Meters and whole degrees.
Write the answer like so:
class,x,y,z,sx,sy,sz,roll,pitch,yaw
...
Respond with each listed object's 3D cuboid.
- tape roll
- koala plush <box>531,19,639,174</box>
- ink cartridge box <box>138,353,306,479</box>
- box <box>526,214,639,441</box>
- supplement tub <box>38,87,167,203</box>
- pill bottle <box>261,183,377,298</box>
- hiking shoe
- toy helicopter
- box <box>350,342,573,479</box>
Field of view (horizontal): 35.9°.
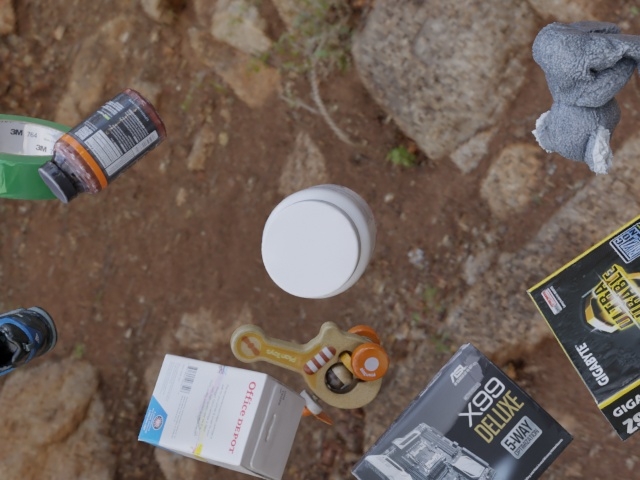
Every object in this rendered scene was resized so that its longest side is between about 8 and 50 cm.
class,x,y,z,sx,sy,sz,roll,pitch,yaw
tape roll,-0.610,-0.172,1.979,0.321,0.321,0.077,-132,49,-59
koala plush,0.423,-0.227,1.585,0.196,0.203,0.221,40,130,53
ink cartridge box,-0.180,0.332,1.844,0.232,0.168,0.171,8,71,30
box,0.445,0.092,1.338,0.257,0.079,0.322,-34,22,10
supplement tub,-0.347,-0.145,1.560,0.198,0.106,0.106,-41,24,-19
pill bottle,0.000,0.000,1.479,0.160,0.160,0.283,-61,-3,8
hiking shoe,-0.589,0.182,1.612,0.304,0.113,0.132,-20,5,9
toy helicopter,-0.035,0.282,2.189,0.140,0.355,0.235,-115,44,-72
box,0.242,0.369,1.709,0.307,0.242,0.076,-46,-5,-6
